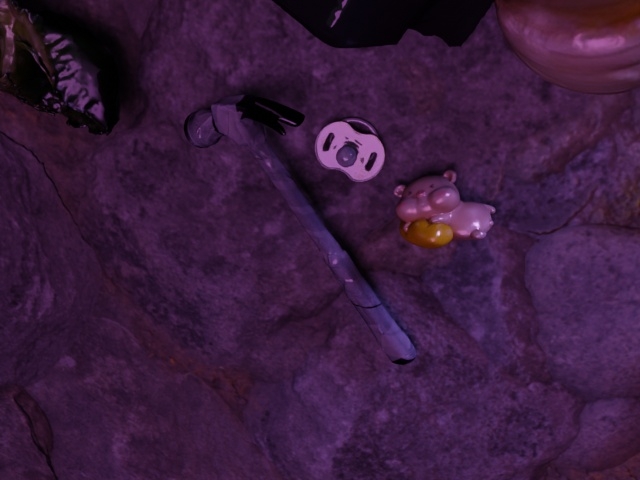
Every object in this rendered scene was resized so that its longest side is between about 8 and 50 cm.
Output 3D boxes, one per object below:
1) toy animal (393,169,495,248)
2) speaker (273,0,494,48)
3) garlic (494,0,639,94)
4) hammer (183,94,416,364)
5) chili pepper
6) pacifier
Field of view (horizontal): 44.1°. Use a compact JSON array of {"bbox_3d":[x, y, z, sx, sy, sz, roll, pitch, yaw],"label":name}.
[{"bbox_3d":[0.137,-0.037,0.895,0.114,0.091,0.082,-1,107,18],"label":"toy animal"},{"bbox_3d":[-0.014,-0.334,0.710,0.388,0.184,0.180,43,124,11],"label":"speaker"},{"bbox_3d":[0.252,-0.195,0.745,0.206,0.115,0.128,8,129,14],"label":"garlic"},{"bbox_3d":[0.000,0.001,0.971,0.152,0.044,0.427,-5,129,44],"label":"hammer"},{"bbox_3d":[-0.339,-0.215,0.910,0.264,0.116,0.148,24,113,-1],"label":"chili pepper"},{"bbox_3d":[0.034,-0.102,0.892,0.083,0.064,0.068,25,107,-1],"label":"pacifier"}]
